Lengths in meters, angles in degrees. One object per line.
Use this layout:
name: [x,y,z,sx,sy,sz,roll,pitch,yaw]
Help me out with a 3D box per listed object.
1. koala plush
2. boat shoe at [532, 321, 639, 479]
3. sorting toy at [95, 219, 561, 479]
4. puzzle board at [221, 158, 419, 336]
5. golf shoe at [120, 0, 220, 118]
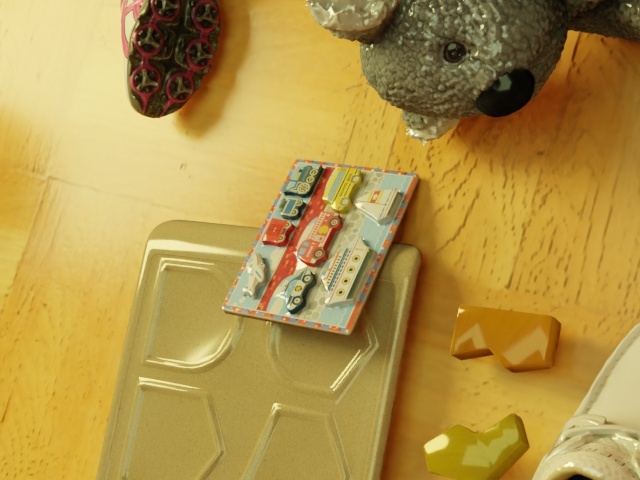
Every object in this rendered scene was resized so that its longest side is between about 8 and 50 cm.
koala plush: [0.117,-0.146,0.743,0.221,0.196,0.203,-28,55,19]
boat shoe: [0.153,0.137,0.643,0.098,0.096,0.277,3,50,33]
sorting toy: [-0.003,0.107,0.821,0.307,0.041,0.229,6,76,28]
puzzle board: [0.000,0.000,0.828,0.096,0.011,0.128,8,59,30]
golf shoe: [-0.115,-0.181,0.939,0.086,0.068,0.186,3,82,60]
